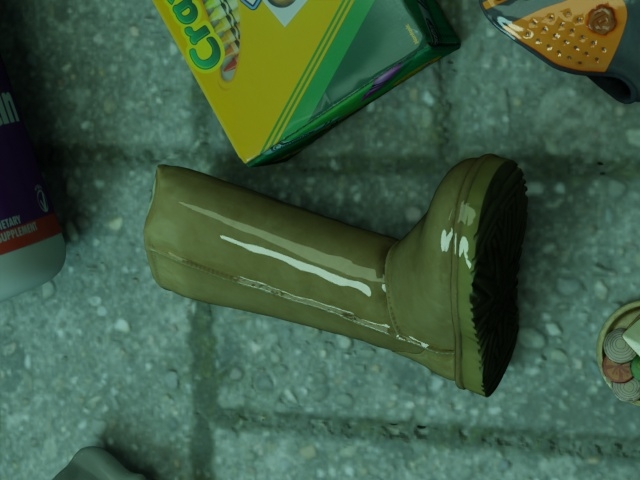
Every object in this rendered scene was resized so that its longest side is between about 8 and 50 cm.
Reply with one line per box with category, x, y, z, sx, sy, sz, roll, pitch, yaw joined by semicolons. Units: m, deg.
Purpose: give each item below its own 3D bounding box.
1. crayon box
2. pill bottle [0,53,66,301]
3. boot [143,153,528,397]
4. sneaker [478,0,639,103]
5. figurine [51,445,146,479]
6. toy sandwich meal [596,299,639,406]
crayon box;-0.042;-0.214;1.138;0.165;0.081;0.278;-32;83;22
pill bottle;-0.324;-0.099;1.199;0.181;0.181;0.323;-16;96;23
boot;0.000;0.000;1.090;0.269;0.089;0.236;19;142;19
sneaker;0.161;-0.235;1.028;0.180;0.124;0.321;-27;86;22
figurine;-0.130;0.293;1.237;0.209;0.092;0.215;18;102;12
toy sandwich meal;0.229;0.078;1.086;0.086;0.029;0.085;3;97;22
